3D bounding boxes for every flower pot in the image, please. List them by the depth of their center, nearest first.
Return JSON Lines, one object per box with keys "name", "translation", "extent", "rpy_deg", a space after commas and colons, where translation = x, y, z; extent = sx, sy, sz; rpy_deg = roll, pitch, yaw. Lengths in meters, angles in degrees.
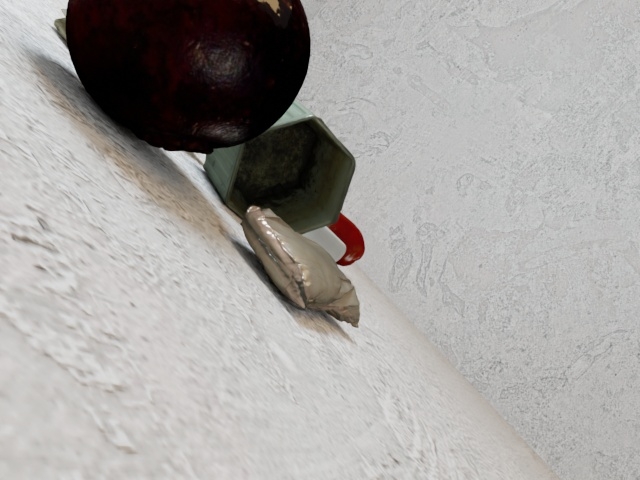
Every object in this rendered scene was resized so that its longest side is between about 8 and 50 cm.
{"name": "flower pot", "translation": [-0.077, -0.135, 1.037], "extent": [0.239, 0.209, 0.189], "rpy_deg": [42, 4, -34]}

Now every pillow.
{"name": "pillow", "translation": [-0.018, 0.042, 0.819], "extent": [0.173, 0.067, 0.270], "rpy_deg": [52, 6, 24]}

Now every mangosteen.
{"name": "mangosteen", "translation": [-0.162, -0.288, 0.751], "extent": [0.307, 0.346, 0.307], "rpy_deg": [6, 1, 0]}

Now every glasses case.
{"name": "glasses case", "translation": [0.000, 0.000, 1.524], "extent": [0.197, 0.076, 0.049], "rpy_deg": [41, 7, -48]}

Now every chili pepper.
{"name": "chili pepper", "translation": [0.063, 0.008, 1.708], "extent": [0.131, 0.134, 0.338], "rpy_deg": [26, -10, 36]}

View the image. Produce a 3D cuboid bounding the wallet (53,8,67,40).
{"name": "wallet", "translation": [-0.313, -0.297, 1.054], "extent": [0.275, 0.068, 0.335], "rpy_deg": [42, 12, 24]}
